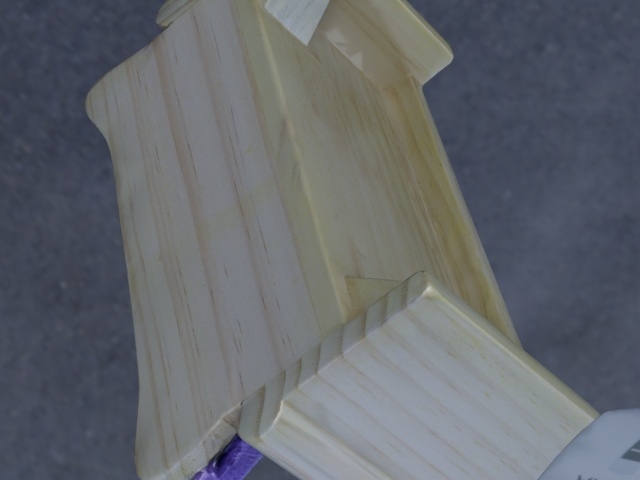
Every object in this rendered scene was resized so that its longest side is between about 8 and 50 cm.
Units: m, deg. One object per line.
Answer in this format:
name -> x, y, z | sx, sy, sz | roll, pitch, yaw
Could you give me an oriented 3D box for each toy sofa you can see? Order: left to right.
toy sofa -> 0.000, 0.000, 0.999 | 0.177, 0.363, 0.150 | -38, 127, 18

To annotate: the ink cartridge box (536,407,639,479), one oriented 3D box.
ink cartridge box -> 0.164, 0.102, 0.679 | 0.232, 0.189, 0.066 | 8, 91, -51
